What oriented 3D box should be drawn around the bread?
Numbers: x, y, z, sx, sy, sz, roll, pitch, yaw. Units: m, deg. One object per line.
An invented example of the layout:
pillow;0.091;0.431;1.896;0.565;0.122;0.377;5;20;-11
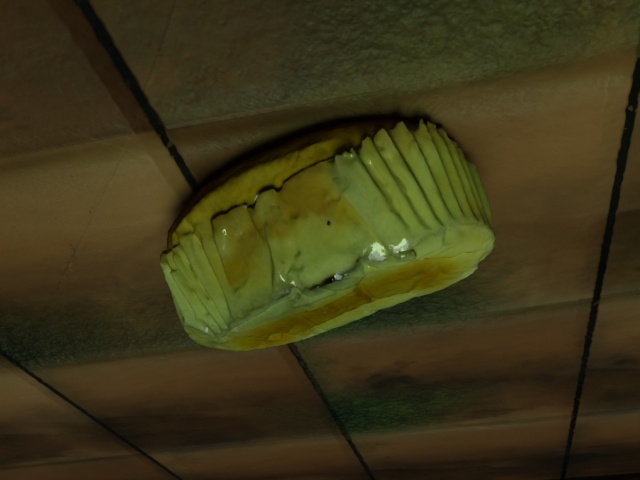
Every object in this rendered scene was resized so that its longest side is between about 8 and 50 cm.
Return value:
bread;-0.004;-0.004;0.771;0.389;0.183;0.236;-22;155;17
